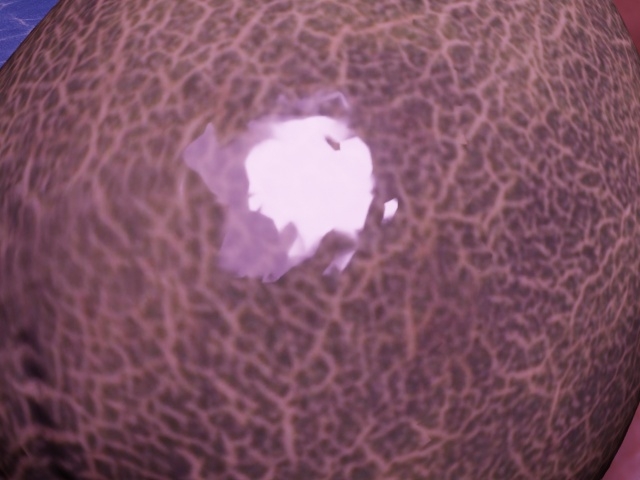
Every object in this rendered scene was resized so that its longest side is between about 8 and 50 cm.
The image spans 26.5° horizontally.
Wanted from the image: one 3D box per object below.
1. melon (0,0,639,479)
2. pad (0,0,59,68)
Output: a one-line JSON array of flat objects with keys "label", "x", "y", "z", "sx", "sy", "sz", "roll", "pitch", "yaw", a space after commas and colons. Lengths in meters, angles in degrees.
[{"label": "melon", "x": 0.000, "y": 0.000, "z": 0.467, "sx": 0.237, "sy": 0.237, "sz": 0.302, "roll": 15, "pitch": 43, "yaw": 12}, {"label": "pad", "x": -0.102, "y": -0.163, "z": 0.769, "sx": 0.269, "sy": 0.012, "sz": 0.269, "roll": -17, "pitch": 50, "yaw": -16}]
